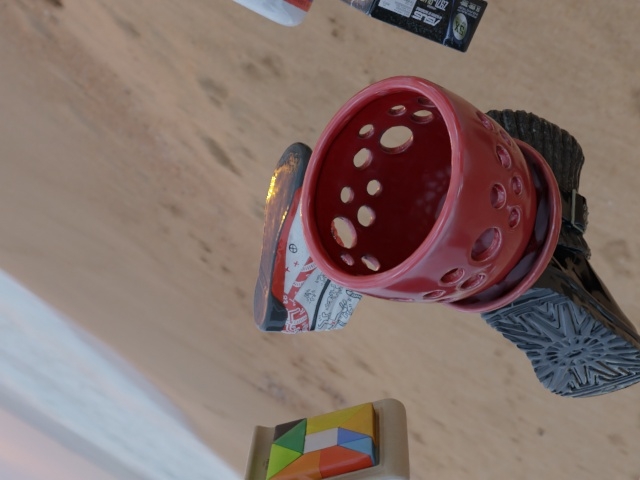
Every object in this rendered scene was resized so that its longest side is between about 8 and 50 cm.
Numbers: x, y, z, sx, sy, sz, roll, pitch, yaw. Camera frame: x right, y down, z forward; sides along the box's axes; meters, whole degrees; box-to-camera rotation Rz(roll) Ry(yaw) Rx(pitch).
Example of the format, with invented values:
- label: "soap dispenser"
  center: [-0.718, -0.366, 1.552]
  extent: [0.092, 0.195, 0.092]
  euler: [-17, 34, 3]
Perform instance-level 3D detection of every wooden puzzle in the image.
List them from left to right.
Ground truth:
- label: "wooden puzzle"
  center: [0.008, 0.303, 1.662]
  extent: [0.221, 0.239, 0.044]
  euler: [-83, -19, -69]

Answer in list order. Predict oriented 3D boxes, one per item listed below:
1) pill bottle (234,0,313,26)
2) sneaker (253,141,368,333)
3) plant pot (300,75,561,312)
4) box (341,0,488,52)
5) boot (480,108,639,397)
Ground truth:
- label: "pill bottle"
  center: [-0.043, -0.502, 1.723]
  extent: [0.181, 0.323, 0.181]
  euler: [27, -170, -5]
- label: "sneaker"
  center: [-0.001, 0.000, 1.564]
  extent: [0.145, 0.270, 0.090]
  euler: [4, -164, -23]
- label: "plant pot"
  center: [0.105, -0.034, 1.013]
  extent: [0.174, 0.191, 0.191]
  euler: [15, 179, -42]
- label: "box"
  center: [0.110, -0.334, 1.548]
  extent: [0.180, 0.077, 0.147]
  euler: [13, -162, -36]
- label: "boot"
  center: [0.289, 0.020, 1.375]
  extent: [0.131, 0.260, 0.348]
  euler: [-19, 142, 24]
